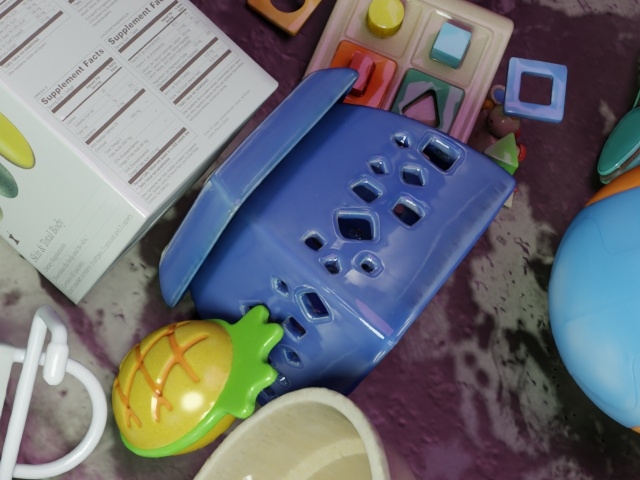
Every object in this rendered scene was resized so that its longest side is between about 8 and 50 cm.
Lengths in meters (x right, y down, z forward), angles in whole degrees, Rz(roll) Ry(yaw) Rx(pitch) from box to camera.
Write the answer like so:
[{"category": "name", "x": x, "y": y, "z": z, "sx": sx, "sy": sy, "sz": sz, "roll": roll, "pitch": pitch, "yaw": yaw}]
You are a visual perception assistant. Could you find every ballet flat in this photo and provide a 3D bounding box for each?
[{"category": "ballet flat", "x": 0.393, "y": -0.138, "z": 1.726, "sx": 0.087, "sy": 0.083, "sz": 0.247, "roll": 43, "pitch": 55, "yaw": -20}]

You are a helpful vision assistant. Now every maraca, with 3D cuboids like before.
[{"category": "maraca", "x": -0.104, "y": 0.119, "z": 1.277, "sx": 0.099, "sy": 0.186, "sz": 0.127, "roll": 35, "pitch": 47, "yaw": -37}]

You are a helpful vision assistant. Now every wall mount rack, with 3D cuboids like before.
[{"category": "wall mount rack", "x": -0.332, "y": 0.186, "z": 1.162, "sx": 0.350, "sy": 0.130, "sz": 0.304, "roll": 9, "pitch": 101, "yaw": -23}]

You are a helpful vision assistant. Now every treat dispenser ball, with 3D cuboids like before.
[{"category": "treat dispenser ball", "x": 0.369, "y": 0.058, "z": 1.485, "sx": 0.288, "sy": 0.288, "sz": 0.288, "roll": 12, "pitch": 61, "yaw": -23}]

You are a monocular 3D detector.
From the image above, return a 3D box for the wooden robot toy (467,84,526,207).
[{"category": "wooden robot toy", "x": 0.193, "y": -0.127, "z": 1.612, "sx": 0.076, "sy": 0.079, "sz": 0.173, "roll": -2, "pitch": 68, "yaw": -28}]

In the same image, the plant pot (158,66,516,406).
[{"category": "plant pot", "x": 0.000, "y": 0.000, "z": 1.360, "sx": 0.212, "sy": 0.236, "sz": 0.236, "roll": 40, "pitch": 55, "yaw": 2}]

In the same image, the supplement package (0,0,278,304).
[{"category": "supplement package", "x": -0.221, "y": -0.126, "z": 1.318, "sx": 0.263, "sy": 0.199, "sz": 0.198, "roll": 43, "pitch": 55, "yaw": -3}]

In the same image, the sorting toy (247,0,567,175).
[{"category": "sorting toy", "x": 0.085, "y": -0.184, "z": 1.550, "sx": 0.348, "sy": 0.047, "sz": 0.196, "roll": 23, "pitch": 74, "yaw": 2}]

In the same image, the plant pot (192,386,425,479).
[{"category": "plant pot", "x": 0.060, "y": 0.327, "z": 1.199, "sx": 0.305, "sy": 0.334, "sz": 0.333, "roll": 28, "pitch": 56, "yaw": -26}]
